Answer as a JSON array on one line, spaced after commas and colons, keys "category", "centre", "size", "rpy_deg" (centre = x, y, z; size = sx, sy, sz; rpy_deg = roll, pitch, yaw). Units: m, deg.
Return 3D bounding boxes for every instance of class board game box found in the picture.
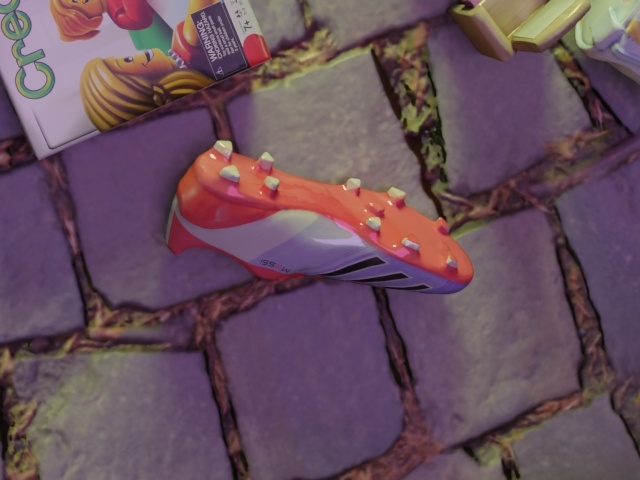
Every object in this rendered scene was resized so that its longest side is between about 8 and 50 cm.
[{"category": "board game box", "centre": [-0.182, -0.236, 1.362], "size": [0.193, 0.053, 0.305], "rpy_deg": [-25, 104, -10]}]

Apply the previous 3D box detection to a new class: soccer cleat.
[{"category": "soccer cleat", "centre": [0.000, 0.000, 1.446], "size": [0.248, 0.083, 0.095], "rpy_deg": [19, 123, -22]}]

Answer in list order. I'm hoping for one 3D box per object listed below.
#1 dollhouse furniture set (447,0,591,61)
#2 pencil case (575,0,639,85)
[{"category": "dollhouse furniture set", "centre": [0.164, -0.336, 1.367], "size": [0.286, 0.198, 0.303], "rpy_deg": [-42, 106, -6]}, {"category": "pencil case", "centre": [0.335, -0.133, 1.488], "size": [0.273, 0.113, 0.124], "rpy_deg": [32, 67, -17]}]
